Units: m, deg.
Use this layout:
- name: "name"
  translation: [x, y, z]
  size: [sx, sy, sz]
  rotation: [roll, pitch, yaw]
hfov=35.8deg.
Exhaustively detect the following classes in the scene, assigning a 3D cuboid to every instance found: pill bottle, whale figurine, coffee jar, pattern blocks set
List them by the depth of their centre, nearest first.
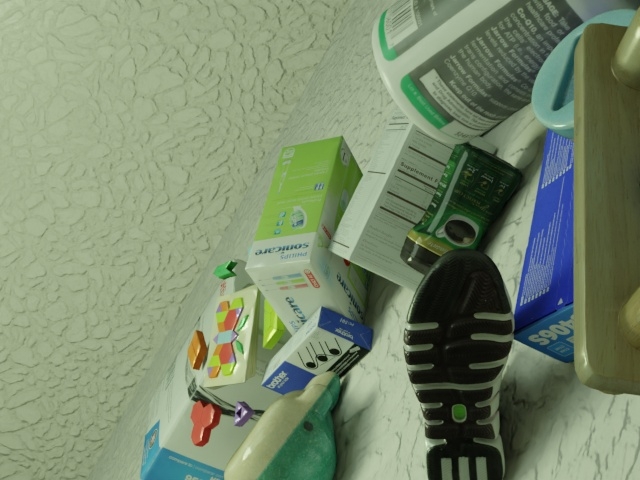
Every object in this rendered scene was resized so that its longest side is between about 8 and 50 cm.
- name: "pill bottle"
  translation: [0.253, -0.283, 1.185]
  size: [0.361, 0.204, 0.204]
  rotation: [-31, 32, 37]
- name: "coffee jar"
  translation: [0.185, -0.033, 1.323]
  size: [0.184, 0.096, 0.079]
  rotation: [-62, 12, 7]
- name: "whale figurine"
  translation: [-0.028, 0.305, 1.488]
  size: [0.216, 0.141, 0.272]
  rotation: [-56, -8, 28]
- name: "pattern blocks set"
  translation: [-0.155, 0.172, 1.731]
  size: [0.285, 0.026, 0.324]
  rotation: [-34, 48, 41]

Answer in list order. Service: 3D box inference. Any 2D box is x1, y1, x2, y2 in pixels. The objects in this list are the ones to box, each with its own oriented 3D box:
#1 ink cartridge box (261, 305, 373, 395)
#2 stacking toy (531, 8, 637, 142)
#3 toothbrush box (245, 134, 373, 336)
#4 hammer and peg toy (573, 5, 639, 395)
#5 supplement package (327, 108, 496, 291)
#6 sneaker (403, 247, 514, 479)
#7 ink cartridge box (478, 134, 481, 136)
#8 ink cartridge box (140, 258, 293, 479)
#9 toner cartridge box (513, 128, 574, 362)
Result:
- name: "ink cartridge box"
  translation: [-0.008, 0.192, 1.611]
  size: [0.207, 0.097, 0.046]
  rotation: [-50, 20, 45]
- name: "stacking toy"
  translation: [0.312, -0.135, 0.820]
  size: [0.279, 0.130, 0.309]
  rotation: [-42, 31, 23]
- name: "toothbrush box"
  translation: [0.000, 0.000, 1.647]
  size: [0.122, 0.206, 0.283]
  rotation: [-8, 45, 25]
- name: "hammer and peg toy"
  translation: [0.281, -0.062, 0.630]
  size: [0.127, 0.266, 0.361]
  rotation: [98, 179, -62]
- name: "supplement package"
  translation: [0.133, -0.061, 1.474]
  size: [0.244, 0.134, 0.139]
  rotation: [-64, 14, 0]
- name: "sneaker"
  translation: [0.142, 0.118, 1.042]
  size: [0.162, 0.107, 0.281]
  rotation: [-74, -16, -67]
- name: "ink cartridge box"
  translation: [0.266, -0.325, 1.496]
  size: [0.207, 0.117, 0.283]
  rotation: [-37, 30, 59]
- name: "ink cartridge box"
  translation: [-0.194, 0.276, 1.973]
  size: [0.395, 0.166, 0.285]
  rotation: [-59, 16, 18]
- name: "toner cartridge box"
  translation: [0.297, -0.060, 1.018]
  size: [0.165, 0.075, 0.347]
  rotation: [-43, 25, 56]
